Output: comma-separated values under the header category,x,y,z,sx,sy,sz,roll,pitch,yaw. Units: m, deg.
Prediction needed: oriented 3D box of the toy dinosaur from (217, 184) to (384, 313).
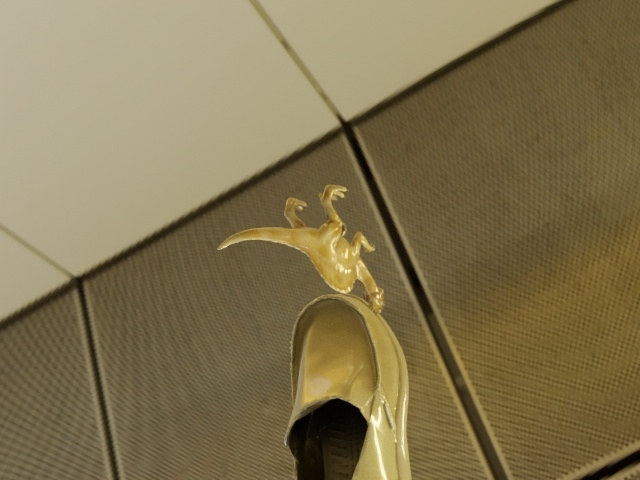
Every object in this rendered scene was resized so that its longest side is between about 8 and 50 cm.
category,x,y,z,sx,sy,sz,roll,pitch,yaw
toy dinosaur,0.000,0.000,0.860,0.053,0.183,0.093,-34,-136,33

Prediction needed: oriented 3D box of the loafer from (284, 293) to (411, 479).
category,x,y,z,sx,sy,sz,roll,pitch,yaw
loafer,0.020,0.146,0.891,0.102,0.092,0.269,-29,-134,19
